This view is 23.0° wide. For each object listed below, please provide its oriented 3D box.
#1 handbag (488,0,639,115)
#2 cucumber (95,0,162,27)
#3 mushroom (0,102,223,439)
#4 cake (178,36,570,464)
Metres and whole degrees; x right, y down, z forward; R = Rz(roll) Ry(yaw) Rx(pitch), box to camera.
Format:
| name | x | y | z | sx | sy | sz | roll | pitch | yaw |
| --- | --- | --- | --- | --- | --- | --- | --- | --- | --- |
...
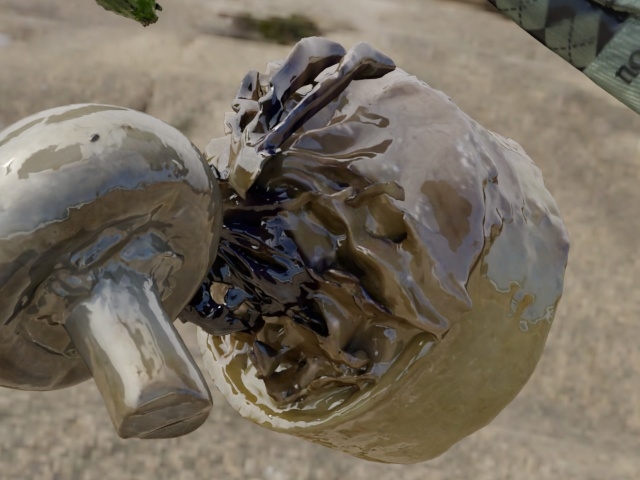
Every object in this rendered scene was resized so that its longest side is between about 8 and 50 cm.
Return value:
| name | x | y | z | sx | sy | sz | roll | pitch | yaw |
| --- | --- | --- | --- | --- | --- | --- | --- | --- | --- |
| handbag | 0.224 | -0.262 | 0.987 | 0.416 | 0.317 | 0.180 | 37 | 36 | -4 |
| cucumber | -0.182 | -0.243 | 1.118 | 0.069 | 0.227 | 0.069 | -29 | 25 | 15 |
| mushroom | -0.141 | 0.030 | 0.989 | 0.207 | 0.207 | 0.215 | -6 | 51 | -44 |
| cake | -0.005 | -0.002 | 1.280 | 0.321 | 0.332 | 0.332 | 29 | -3 | -42 |
